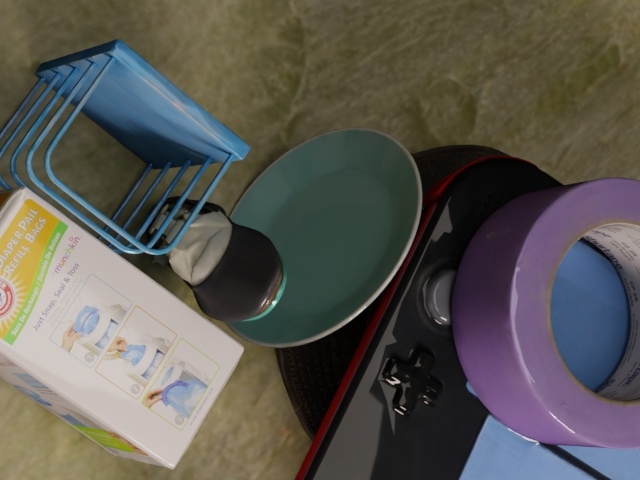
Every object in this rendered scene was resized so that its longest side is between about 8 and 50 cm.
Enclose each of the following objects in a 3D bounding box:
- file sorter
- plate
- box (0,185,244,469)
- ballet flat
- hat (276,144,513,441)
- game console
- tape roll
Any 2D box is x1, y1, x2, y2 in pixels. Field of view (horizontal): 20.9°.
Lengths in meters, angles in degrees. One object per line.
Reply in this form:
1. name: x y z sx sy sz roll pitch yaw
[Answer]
1. file sorter: -0.153 -0.057 1.215 0.118 0.170 0.104 40 74 -21
2. plate: 0.000 0.000 1.291 0.024 0.188 0.188 42 68 -41
3. box: -0.176 0.061 1.225 0.203 0.114 0.103 38 72 -23
4. ballet flat: -0.085 0.007 1.232 0.074 0.203 0.074 -4 104 -17
5. hat: 0.137 0.069 1.384 0.331 0.134 0.331 2 85 -28
6. game console: 0.185 0.159 1.286 0.386 0.060 0.342 32 70 -20
7. tape roll: 0.193 0.052 1.229 0.189 0.080 0.189 3 84 -26
